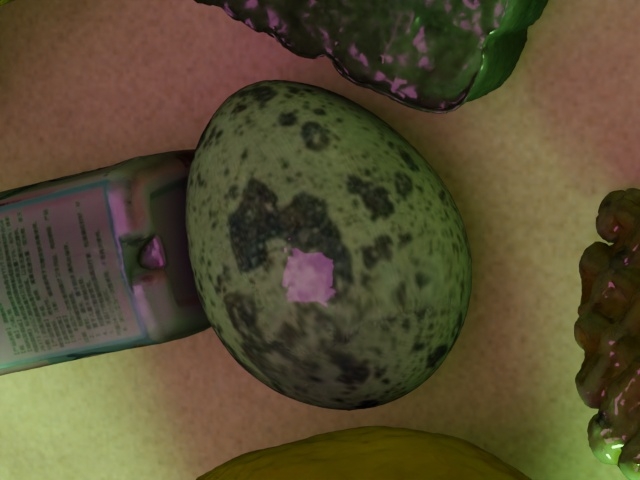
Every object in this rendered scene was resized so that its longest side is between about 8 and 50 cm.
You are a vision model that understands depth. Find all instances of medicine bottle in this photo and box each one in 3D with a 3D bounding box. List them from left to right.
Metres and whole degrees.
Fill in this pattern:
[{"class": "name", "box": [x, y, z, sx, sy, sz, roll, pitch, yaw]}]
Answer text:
[{"class": "medicine bottle", "box": [-0.143, 0.017, 0.958, 0.188, 0.119, 0.094, -12, 94, 25]}]

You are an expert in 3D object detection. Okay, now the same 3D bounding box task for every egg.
[{"class": "egg", "box": [0.000, 0.000, 0.886, 0.132, 0.132, 0.172, -35, 73, 25]}]

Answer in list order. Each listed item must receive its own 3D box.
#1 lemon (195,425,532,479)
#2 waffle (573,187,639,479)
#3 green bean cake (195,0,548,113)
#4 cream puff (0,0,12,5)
[{"class": "lemon", "box": [0.018, 0.218, 0.837, 0.293, 0.293, 0.293, 4, 101, 23]}, {"class": "waffle", "box": [0.188, 0.025, 0.802, 0.169, 0.036, 0.183, -20, 47, 29]}, {"class": "green bean cake", "box": [0.033, -0.173, 0.860, 0.183, 0.094, 0.185, 28, 110, 17]}, {"class": "cream puff", "box": [-0.285, -0.186, 0.858, 0.276, 0.378, 0.378, -3, 99, 47]}]
